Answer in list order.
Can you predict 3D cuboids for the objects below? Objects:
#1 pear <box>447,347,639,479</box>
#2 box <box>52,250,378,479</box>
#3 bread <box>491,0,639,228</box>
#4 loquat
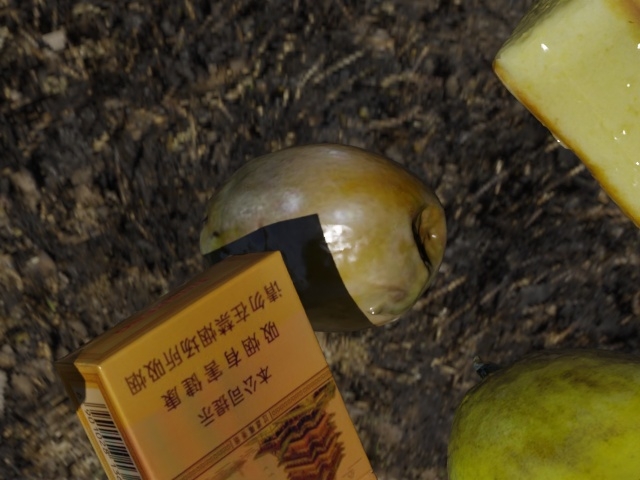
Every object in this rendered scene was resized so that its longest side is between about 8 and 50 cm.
[{"bbox_3d":[0.258,0.229,1.174,0.287,0.287,0.375,-33,50,-13],"label":"pear"},{"bbox_3d":[-0.058,0.167,0.938,0.174,0.076,0.274,-32,107,-34],"label":"box"},{"bbox_3d":[0.325,-0.203,1.119,0.245,0.233,0.362,45,30,-8],"label":"bread"},{"bbox_3d":[0.000,0.000,1.156,0.227,0.179,0.179,-3,65,26],"label":"loquat"}]
